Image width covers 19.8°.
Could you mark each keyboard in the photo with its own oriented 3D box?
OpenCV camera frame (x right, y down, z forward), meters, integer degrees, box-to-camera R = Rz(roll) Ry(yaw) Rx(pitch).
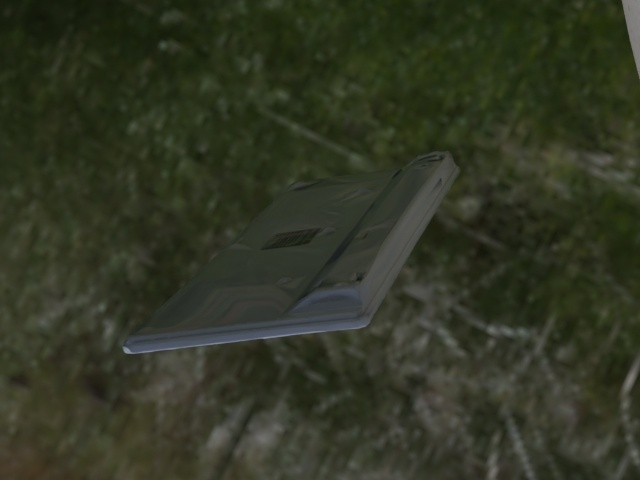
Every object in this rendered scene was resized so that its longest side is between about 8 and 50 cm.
[{"bbox_3d":[0.000,0.000,0.635,0.072,0.014,0.256,-13,-171,13],"label":"keyboard"}]

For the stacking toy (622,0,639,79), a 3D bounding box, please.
[{"bbox_3d":[0.341,-0.140,0.521,0.480,0.350,0.350,-7,171,-6],"label":"stacking toy"}]
